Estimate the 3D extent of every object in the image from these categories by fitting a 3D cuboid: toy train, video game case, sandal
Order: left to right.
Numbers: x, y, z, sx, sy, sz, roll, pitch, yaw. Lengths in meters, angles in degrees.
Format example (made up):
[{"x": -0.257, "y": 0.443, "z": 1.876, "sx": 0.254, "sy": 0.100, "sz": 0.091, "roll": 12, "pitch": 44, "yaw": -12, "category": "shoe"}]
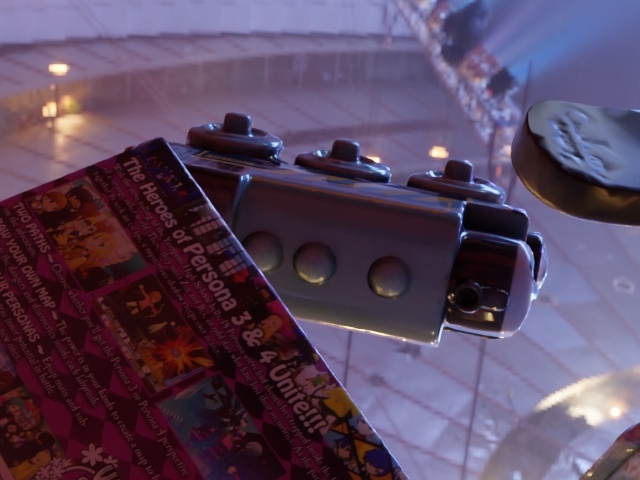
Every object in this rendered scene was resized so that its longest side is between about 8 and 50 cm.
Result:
[{"x": -0.092, "y": 0.088, "z": 0.444, "sx": 0.210, "sy": 0.042, "sz": 0.232, "roll": -27, "pitch": -114, "yaw": -25, "category": "video game case"}, {"x": 0.000, "y": 0.000, "z": 0.863, "sx": 0.334, "sy": 0.142, "sz": 0.190, "roll": 12, "pitch": -166, "yaw": 7, "category": "toy train"}, {"x": 0.226, "y": -0.043, "z": 0.641, "sx": 0.254, "sy": 0.054, "sz": 0.097, "roll": 0, "pitch": -136, "yaw": -26, "category": "sandal"}]

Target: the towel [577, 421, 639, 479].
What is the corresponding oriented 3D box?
[{"x": 0.260, "y": 0.201, "z": 0.763, "sx": 0.320, "sy": 0.374, "sz": 0.090, "roll": -11, "pitch": -126, "yaw": -27, "category": "towel"}]
